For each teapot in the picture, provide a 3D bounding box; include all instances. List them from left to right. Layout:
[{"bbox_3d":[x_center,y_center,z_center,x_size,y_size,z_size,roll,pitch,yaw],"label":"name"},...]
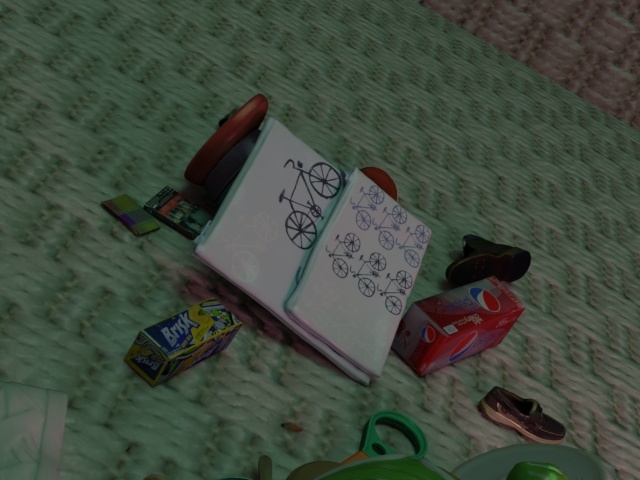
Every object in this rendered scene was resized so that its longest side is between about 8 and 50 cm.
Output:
[{"bbox_3d":[0.262,0.380,1.473,0.256,0.187,0.252,-22,21,-23],"label":"teapot"}]

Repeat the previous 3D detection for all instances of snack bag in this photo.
[{"bbox_3d":[0.000,0.000,1.792,0.342,0.037,0.323,38,49,-15],"label":"snack bag"}]

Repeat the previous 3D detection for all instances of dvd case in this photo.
[{"bbox_3d":[-0.209,-0.036,1.858,0.119,0.013,0.087,31,28,2],"label":"dvd case"}]

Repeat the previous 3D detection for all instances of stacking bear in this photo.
[{"bbox_3d":[-0.061,-0.060,1.901,0.289,0.175,0.164,43,54,2],"label":"stacking bear"}]

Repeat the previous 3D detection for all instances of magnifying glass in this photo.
[{"bbox_3d":[0.072,0.286,1.600,0.092,0.026,0.231,41,30,18],"label":"magnifying glass"}]

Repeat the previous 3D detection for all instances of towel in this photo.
[{"bbox_3d":[-0.284,-0.039,1.791,0.083,0.009,0.060,40,28,15],"label":"towel"}]

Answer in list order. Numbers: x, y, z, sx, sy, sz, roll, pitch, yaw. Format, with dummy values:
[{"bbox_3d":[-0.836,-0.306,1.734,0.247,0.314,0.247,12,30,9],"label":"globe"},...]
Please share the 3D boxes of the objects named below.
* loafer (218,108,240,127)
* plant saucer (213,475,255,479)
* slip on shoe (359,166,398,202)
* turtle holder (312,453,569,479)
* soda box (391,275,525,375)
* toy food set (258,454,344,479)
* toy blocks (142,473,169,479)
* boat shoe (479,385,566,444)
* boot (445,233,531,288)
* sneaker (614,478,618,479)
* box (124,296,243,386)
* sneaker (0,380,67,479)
[{"bbox_3d":[-0.168,-0.207,2.148,0.039,0.045,0.125,19,32,-9],"label":"loafer"},{"bbox_3d":[-0.091,0.324,1.363,0.119,0.021,0.119,14,38,-11],"label":"plant saucer"},{"bbox_3d":[0.071,-0.071,2.100,0.123,0.101,0.331,34,26,8],"label":"slip on shoe"},{"bbox_3d":[0.087,0.319,1.257,0.243,0.320,0.227,36,14,13],"label":"turtle holder"},{"bbox_3d":[0.223,0.135,1.922,0.083,0.092,0.263,44,31,23],"label":"soda box"},{"bbox_3d":[0.011,0.326,1.454,0.192,0.038,0.132,9,39,-11],"label":"toy food set"},{"bbox_3d":[-0.185,0.323,1.254,0.123,0.054,0.148,39,29,13],"label":"toy blocks"},{"bbox_3d":[0.320,0.270,1.844,0.152,0.049,0.056,22,29,-18],"label":"boat shoe"},{"bbox_3d":[0.277,0.041,2.178,0.219,0.082,0.106,-6,23,-44],"label":"boot"},{"bbox_3d":[0.437,0.385,1.792,0.035,0.031,0.083,22,29,-15],"label":"sneaker"},{"bbox_3d":[-0.179,0.132,1.570,0.059,0.054,0.169,40,28,15],"label":"box"},{"bbox_3d":[-0.353,0.230,1.197,0.169,0.108,0.292,20,20,-17],"label":"sneaker"}]
